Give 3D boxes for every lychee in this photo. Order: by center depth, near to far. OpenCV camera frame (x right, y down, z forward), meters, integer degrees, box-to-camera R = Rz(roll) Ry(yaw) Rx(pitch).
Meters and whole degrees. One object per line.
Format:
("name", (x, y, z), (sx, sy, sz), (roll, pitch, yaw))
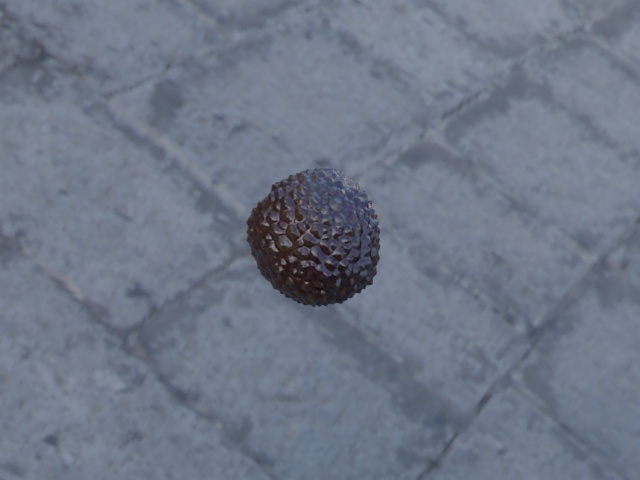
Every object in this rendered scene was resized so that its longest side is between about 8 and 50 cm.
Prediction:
("lychee", (0.000, 0.000, 1.948), (0.188, 0.188, 0.188), (21, 34, -15))
